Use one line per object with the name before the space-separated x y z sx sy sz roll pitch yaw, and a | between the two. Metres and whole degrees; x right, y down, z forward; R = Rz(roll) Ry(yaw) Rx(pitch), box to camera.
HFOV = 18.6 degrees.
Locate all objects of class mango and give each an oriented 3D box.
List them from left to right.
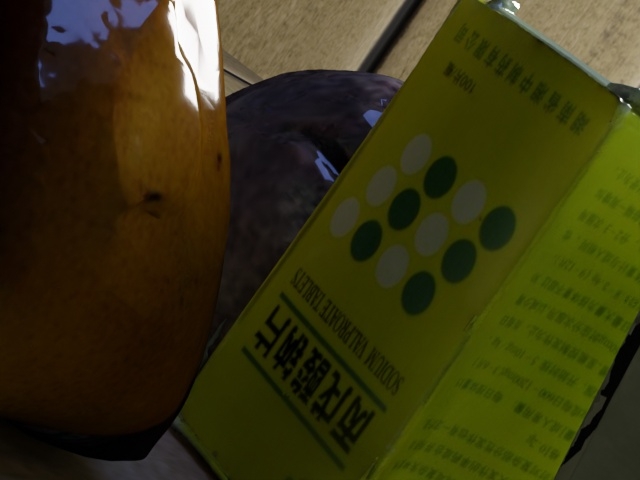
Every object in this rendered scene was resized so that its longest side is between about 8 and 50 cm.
mango | -0.116 -0.058 0.744 0.153 0.287 0.201 1 -17 -23

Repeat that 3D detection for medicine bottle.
medicine bottle | 0.067 0.033 0.871 0.141 0.250 0.137 26 12 -42

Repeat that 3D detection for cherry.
cherry | -0.007 -0.003 1.035 0.195 0.195 0.195 34 6 -4

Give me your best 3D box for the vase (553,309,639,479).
vase | 0.160 0.054 0.659 0.165 0.360 0.165 35 6 -4
